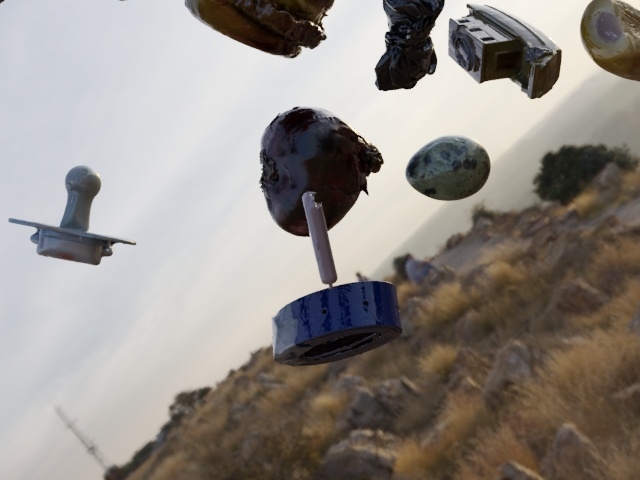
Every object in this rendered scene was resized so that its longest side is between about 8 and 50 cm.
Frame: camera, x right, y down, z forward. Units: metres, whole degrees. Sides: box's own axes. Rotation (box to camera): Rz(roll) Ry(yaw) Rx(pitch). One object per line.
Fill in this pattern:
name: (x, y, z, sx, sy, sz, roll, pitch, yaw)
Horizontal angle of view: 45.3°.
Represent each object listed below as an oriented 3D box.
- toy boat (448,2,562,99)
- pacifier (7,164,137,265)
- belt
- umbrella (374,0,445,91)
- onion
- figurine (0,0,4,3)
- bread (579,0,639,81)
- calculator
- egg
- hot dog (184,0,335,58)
toy boat: (0.187, -0.201, 0.808, 0.077, 0.200, 0.057, -11, -56, -10)
pacifier: (-0.559, -0.062, 1.779, 0.238, 0.287, 0.225, -162, 85, -83)
belt: (0.032, 0.200, 1.786, 0.212, 0.117, 0.347, 15, -31, -42)
umbrella: (0.143, -0.331, 1.270, 0.272, 0.110, 0.122, 81, -154, -71)
onion: (-0.019, -0.140, 1.588, 0.281, 0.281, 0.221, -41, 3, -29)
figurine: (-0.563, -0.352, 0.995, 0.382, 0.186, 0.261, -22, 7, 12)
bread: (0.557, -0.333, 1.337, 0.305, 0.142, 0.091, 1, -21, -42)
calculator: (0.000, 0.000, 1.321, 0.032, 0.175, 0.100, -12, 6, -1)
egg: (0.268, -0.153, 1.621, 0.182, 0.141, 0.141, -9, -5, 0)
hot dog: (-0.095, -0.482, 1.573, 0.185, 0.223, 0.405, -64, -10, 14)
